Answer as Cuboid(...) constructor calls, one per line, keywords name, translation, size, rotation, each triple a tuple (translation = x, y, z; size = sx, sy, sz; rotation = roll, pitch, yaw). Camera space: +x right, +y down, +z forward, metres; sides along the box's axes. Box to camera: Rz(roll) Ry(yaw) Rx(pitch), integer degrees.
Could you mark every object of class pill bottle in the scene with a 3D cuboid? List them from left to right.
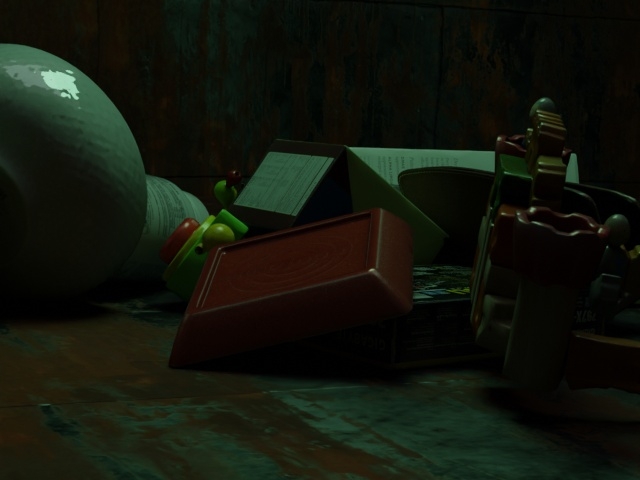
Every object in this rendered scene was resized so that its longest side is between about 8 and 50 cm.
Cuboid(name="pill bottle", translation=(-0.274, -0.019, 2.058), size=(0.160, 0.160, 0.283), rotation=(4, -3, 23))

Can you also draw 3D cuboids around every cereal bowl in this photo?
Cuboid(name="cereal bowl", translation=(-0.394, -0.065, 1.819), size=(0.339, 0.339, 0.141), rotation=(4, 25, 23))

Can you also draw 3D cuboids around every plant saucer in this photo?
Cuboid(name="plant saucer", translation=(-0.030, 0.038, 1.580), size=(0.258, 0.048, 0.259), rotation=(-13, 19, 9))

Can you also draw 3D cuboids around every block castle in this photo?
Cuboid(name="block castle", translation=(0.317, -0.002, 1.465), size=(0.303, 0.213, 0.453), rotation=(9, 15, 2))

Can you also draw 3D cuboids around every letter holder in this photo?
Cuboid(name="letter holder", translation=(0.260, -0.024, 1.882), size=(0.152, 0.214, 0.302), rotation=(-30, 20, -26))

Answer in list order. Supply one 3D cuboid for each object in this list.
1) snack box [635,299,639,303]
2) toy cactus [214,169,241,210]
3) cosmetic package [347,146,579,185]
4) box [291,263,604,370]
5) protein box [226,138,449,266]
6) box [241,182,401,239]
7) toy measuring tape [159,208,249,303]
Cuboid(name="snack box", translation=(0.502, 0.052, 2.136), size=(0.207, 0.070, 0.174), rotation=(0, 6, -10))
Cuboid(name="toy cactus", translation=(-0.090, 0.000, 2.109), size=(0.219, 0.112, 0.180), rotation=(38, -48, -22))
Cuboid(name="cosmetic package", translation=(0.189, -0.039, 2.259), size=(0.384, 0.156, 0.217), rotation=(0, -14, -14))
Cuboid(name="box", translation=(0.125, 0.081, 1.688), size=(0.322, 0.079, 0.257), rotation=(-2, 9, -37))
Cuboid(name="protein box", translation=(0.016, -0.017, 1.900), size=(0.200, 0.136, 0.201), rotation=(40, -12, -26))
Cuboid(name="box", translation=(0.000, 0.000, 2.036), size=(0.233, 0.159, 0.044), rotation=(-1, 8, -28))
Cuboid(name="toy measuring tape", translation=(-0.164, 0.042, 1.964), size=(0.121, 0.121, 0.330), rotation=(1, -13, -12))
